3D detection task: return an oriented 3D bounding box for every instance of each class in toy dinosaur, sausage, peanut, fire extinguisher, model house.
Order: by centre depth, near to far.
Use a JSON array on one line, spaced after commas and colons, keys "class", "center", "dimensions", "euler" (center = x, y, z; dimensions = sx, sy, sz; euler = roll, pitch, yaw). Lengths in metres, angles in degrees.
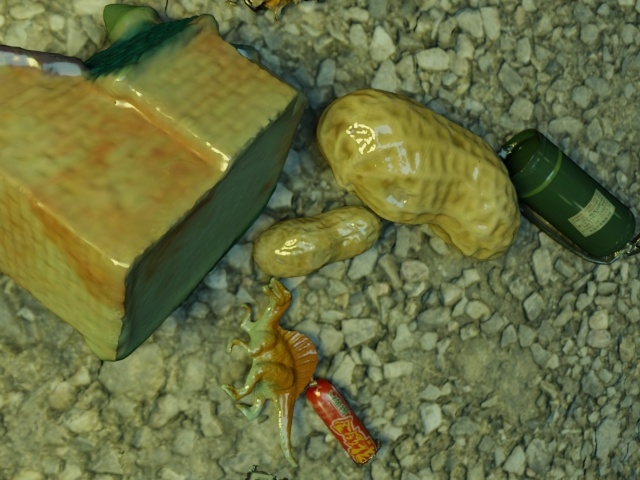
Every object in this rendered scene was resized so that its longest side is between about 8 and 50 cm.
[{"class": "model house", "center": [-0.214, -0.096, 0.654], "dimensions": [0.280, 0.245, 0.312], "euler": [34, 54, 6]}, {"class": "peanut", "center": [0.000, 0.000, 0.801], "dimensions": [0.175, 0.080, 0.080], "euler": [-17, 101, -17]}, {"class": "peanut", "center": [0.139, -0.078, 0.813], "dimensions": [0.325, 0.140, 0.153], "euler": [33, 67, -21]}, {"class": "toy dinosaur", "center": [-0.053, 0.167, 0.818], "dimensions": [0.142, 0.057, 0.212], "euler": [-41, 111, -18]}, {"class": "sausage", "center": [0.025, 0.234, 0.855], "dimensions": [0.050, 0.048, 0.145], "euler": [-27, 107, 24]}, {"class": "fire extinguisher", "center": [0.381, -0.045, 0.934], "dimensions": [0.294, 0.093, 0.118], "euler": [33, 110, -21]}]

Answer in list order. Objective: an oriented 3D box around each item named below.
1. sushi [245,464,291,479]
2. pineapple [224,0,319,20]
[{"class": "sushi", "center": [-0.073, 0.414, 0.845], "dimensions": [0.139, 0.031, 0.201], "euler": [26, 86, -20]}, {"class": "pineapple", "center": [-0.057, -0.371, 0.759], "dimensions": [0.221, 0.047, 0.221], "euler": [-2, 96, -21]}]
